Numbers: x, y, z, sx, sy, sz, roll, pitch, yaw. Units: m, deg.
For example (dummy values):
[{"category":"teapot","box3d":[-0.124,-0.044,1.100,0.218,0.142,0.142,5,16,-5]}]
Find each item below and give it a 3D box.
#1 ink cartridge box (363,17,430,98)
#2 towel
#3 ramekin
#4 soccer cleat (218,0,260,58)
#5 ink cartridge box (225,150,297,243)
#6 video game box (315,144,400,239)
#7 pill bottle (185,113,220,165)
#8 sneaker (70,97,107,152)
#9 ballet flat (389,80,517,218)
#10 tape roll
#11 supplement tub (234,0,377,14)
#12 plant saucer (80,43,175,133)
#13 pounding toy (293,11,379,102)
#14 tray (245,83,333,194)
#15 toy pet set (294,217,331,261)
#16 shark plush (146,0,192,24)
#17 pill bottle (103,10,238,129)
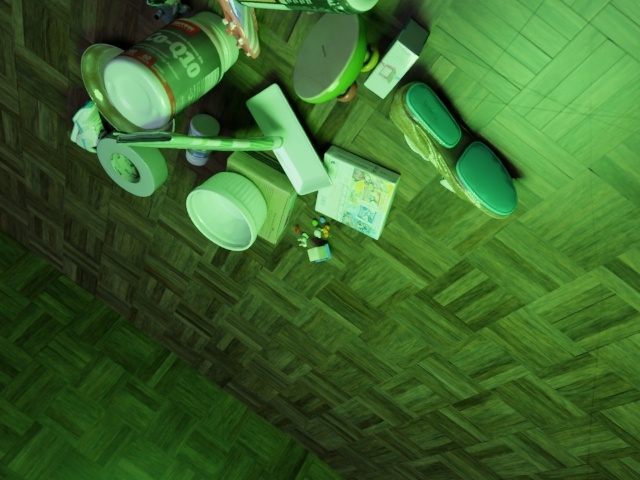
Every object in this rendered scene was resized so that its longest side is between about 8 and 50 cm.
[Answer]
[{"category":"ink cartridge box","box3d":[0.144,-0.344,1.030,0.052,0.088,0.122,35,143,-10]},{"category":"towel","box3d":[-0.272,-0.232,1.254,0.248,0.325,0.038,9,101,41]},{"category":"ramekin","box3d":[-0.240,-0.084,1.438,0.207,0.109,0.207,20,140,18]},{"category":"soccer cleat","box3d":[-0.166,-0.489,1.120,0.083,0.095,0.248,47,172,38]},{"category":"ink cartridge box","box3d":[-0.169,-0.126,1.502,0.193,0.088,0.234,29,142,5]},{"category":"video game box","box3d":[0.088,-0.117,1.352,0.187,0.048,0.205,28,142,14]},{"category":"pill bottle","box3d":[-0.323,-0.270,1.470,0.078,0.078,0.137,34,143,1]},{"category":"sneaker","box3d":[-0.703,-0.354,1.669,0.092,0.087,0.229,34,150,-11]},{"category":"ballet flat","box3d":[0.263,-0.176,1.121,0.342,0.116,0.124,43,162,-10]},{"category":"tape roll","box3d":[-0.589,-0.246,1.701,0.219,0.072,0.219,21,141,18]},{"category":"supplement tub","box3d":[-0.054,-0.494,0.919,0.316,0.193,0.193,18,140,29]},{"category":"plant saucer","box3d":[-0.520,-0.403,1.498,0.311,0.050,0.310,20,140,18]},{"category":"pounding toy","box3d":[0.049,-0.354,1.027,0.110,0.236,0.183,19,162,-37]},{"category":"tray","box3d":[-0.070,-0.241,1.313,0.145,0.030,0.270,-10,115,52]},{"category":"toy pet set","box3d":[0.000,0.000,1.555,0.122,0.065,0.114,-17,84,43]},{"category":"shark plush","box3d":[-0.335,-0.502,1.181,0.073,0.161,0.067,39,105,-20]},{"category":"pill bottle","box3d":[-0.311,-0.378,1.174,0.161,0.283,0.161,21,140,18]}]
